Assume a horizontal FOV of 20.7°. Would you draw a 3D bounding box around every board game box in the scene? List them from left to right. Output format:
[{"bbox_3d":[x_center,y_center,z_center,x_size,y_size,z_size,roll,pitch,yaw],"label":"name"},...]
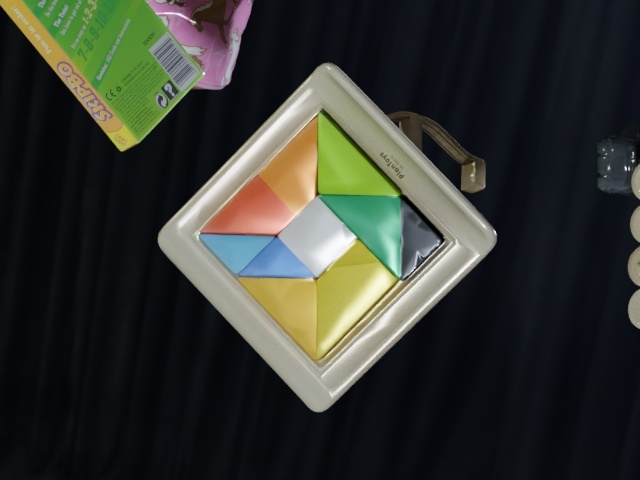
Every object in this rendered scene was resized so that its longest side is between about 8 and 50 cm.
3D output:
[{"bbox_3d":[-0.222,-0.216,1.583,0.039,0.259,0.124,-22,21,42],"label":"board game box"}]

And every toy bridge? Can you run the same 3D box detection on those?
[{"bbox_3d":[0.094,-0.102,1.849,0.188,0.063,0.026,15,-21,-30],"label":"toy bridge"}]

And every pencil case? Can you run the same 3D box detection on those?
[{"bbox_3d":[-0.137,-0.364,1.987,0.160,0.386,0.167,17,12,5],"label":"pencil case"}]

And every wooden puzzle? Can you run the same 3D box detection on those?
[{"bbox_3d":[0.000,0.000,1.535,0.221,0.239,0.044,46,16,7],"label":"wooden puzzle"}]

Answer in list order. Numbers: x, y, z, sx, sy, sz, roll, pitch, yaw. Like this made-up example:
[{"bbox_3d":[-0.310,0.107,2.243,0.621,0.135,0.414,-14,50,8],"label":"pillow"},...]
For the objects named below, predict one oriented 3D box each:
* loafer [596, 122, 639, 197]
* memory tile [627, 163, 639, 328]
[{"bbox_3d":[0.326,-0.076,1.715,0.078,0.076,0.223,2,6,20],"label":"loafer"},{"bbox_3d":[0.305,0.000,1.456,0.113,0.148,0.012,-5,-10,44],"label":"memory tile"}]
